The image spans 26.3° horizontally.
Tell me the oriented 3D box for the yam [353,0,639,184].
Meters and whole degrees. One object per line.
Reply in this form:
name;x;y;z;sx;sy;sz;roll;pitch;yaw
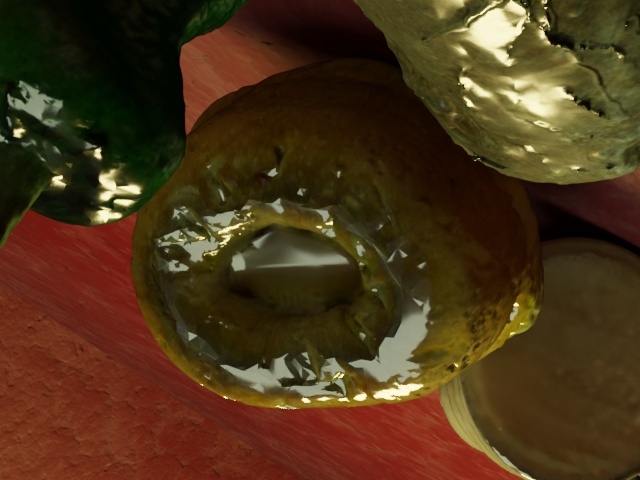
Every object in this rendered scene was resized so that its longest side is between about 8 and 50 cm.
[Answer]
yam;0.073;-0.115;0.475;0.154;0.154;0.254;20;165;30

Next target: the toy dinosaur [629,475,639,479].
toy dinosaur;0.465;0.315;1.276;0.374;0.144;0.500;-7;127;13

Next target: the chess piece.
chess piece;0.157;0.098;1.030;0.167;0.167;0.300;29;171;0

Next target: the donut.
donut;0.000;0.000;0.852;0.261;0.128;0.208;-14;105;34

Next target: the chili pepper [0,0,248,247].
chili pepper;-0.067;-0.112;0.484;0.099;0.270;0.136;9;153;33
